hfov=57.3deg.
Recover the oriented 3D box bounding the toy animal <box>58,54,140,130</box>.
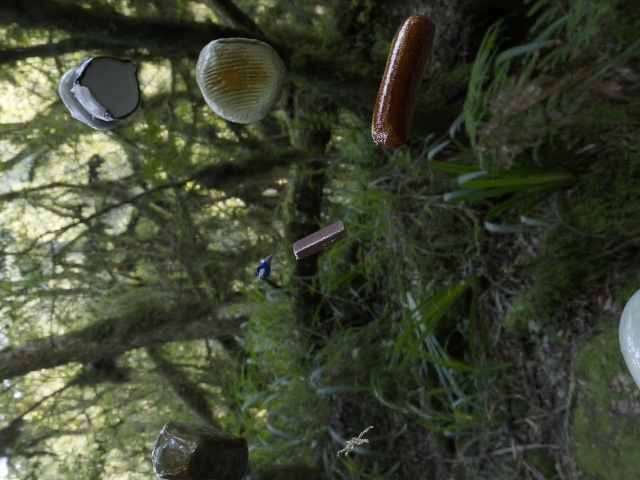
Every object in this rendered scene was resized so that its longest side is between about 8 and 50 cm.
[{"bbox_3d":[-0.609,-0.401,1.607,0.187,0.235,0.165,51,-125,-28],"label":"toy animal"}]

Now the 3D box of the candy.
[{"bbox_3d":[-0.226,0.412,1.122,0.102,0.104,0.234,-71,-24,-13],"label":"candy"}]

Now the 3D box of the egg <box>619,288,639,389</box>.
[{"bbox_3d":[0.465,0.145,0.734,0.151,0.151,0.209,83,-176,-56],"label":"egg"}]

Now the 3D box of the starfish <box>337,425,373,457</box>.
[{"bbox_3d":[0.070,0.397,1.159,0.016,0.092,0.086,49,175,-1],"label":"starfish"}]

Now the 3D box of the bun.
[{"bbox_3d":[-0.211,-0.443,1.600,0.153,0.243,0.244,-117,23,-74],"label":"bun"}]

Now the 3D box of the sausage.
[{"bbox_3d":[0.178,-0.346,1.267,0.083,0.089,0.300,80,-155,-85],"label":"sausage"}]

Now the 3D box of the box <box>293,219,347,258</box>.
[{"bbox_3d":[0.000,0.000,1.181,0.025,0.115,0.048,59,-172,-29],"label":"box"}]

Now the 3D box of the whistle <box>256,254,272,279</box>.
[{"bbox_3d":[-0.111,0.054,1.169,0.033,0.029,0.083,-52,12,19],"label":"whistle"}]
